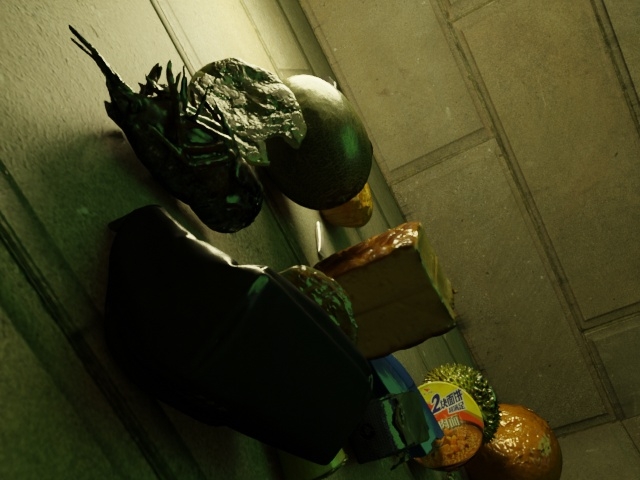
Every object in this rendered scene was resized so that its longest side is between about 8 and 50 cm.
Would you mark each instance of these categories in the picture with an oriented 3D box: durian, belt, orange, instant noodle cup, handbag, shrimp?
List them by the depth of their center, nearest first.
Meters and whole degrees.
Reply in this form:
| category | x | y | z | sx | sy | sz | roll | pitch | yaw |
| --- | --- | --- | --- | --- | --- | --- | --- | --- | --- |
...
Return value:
| category | x | y | z | sx | sy | sz | roll | pitch | yaw |
| --- | --- | --- | --- | --- | --- | --- | --- | --- | --- |
| handbag | -0.115 | 0.116 | 0.599 | 0.178 | 0.275 | 0.302 | -57 | 138 | -16 |
| shrimp | -0.207 | -0.154 | 0.744 | 0.172 | 0.137 | 0.372 | 29 | -26 | 48 |
| belt | 0.131 | 0.370 | 1.004 | 0.230 | 0.139 | 0.126 | 35 | 33 | -64 |
| instant noodle cup | 0.317 | 0.491 | 1.339 | 0.174 | 0.213 | 0.213 | 57 | 16 | -55 |
| durian | 0.426 | 0.508 | 1.582 | 0.291 | 0.225 | 0.291 | 51 | 28 | -41 |
| orange | 0.663 | 0.749 | 1.810 | 0.340 | 0.340 | 0.293 | -77 | 152 | -64 |

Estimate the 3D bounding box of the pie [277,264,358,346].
| category | x | y | z | sx | sy | sz | roll | pitch | yaw |
| --- | --- | --- | --- | --- | --- | --- | --- | --- | --- |
| pie | -0.024 | 0.135 | 0.837 | 0.079 | 0.163 | 0.193 | -145 | -144 | -84 |

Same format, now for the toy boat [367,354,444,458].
| category | x | y | z | sx | sy | sz | roll | pitch | yaw |
| --- | --- | --- | --- | --- | --- | --- | --- | --- | --- |
| toy boat | 0.169 | 0.358 | 1.233 | 0.129 | 0.088 | 0.295 | -23 | 79 | -45 |

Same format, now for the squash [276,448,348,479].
| category | x | y | z | sx | sy | sz | roll | pitch | yaw |
| --- | --- | --- | --- | --- | --- | --- | --- | --- | --- |
| squash | -0.054 | 0.235 | 0.752 | 0.224 | 0.094 | 0.094 | 60 | 15 | 12 |

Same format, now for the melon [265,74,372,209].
| category | x | y | z | sx | sy | sz | roll | pitch | yaw |
| --- | --- | --- | --- | --- | --- | --- | --- | --- | --- |
| melon | -0.018 | -0.223 | 1.187 | 0.248 | 0.248 | 0.329 | 28 | 35 | -64 |

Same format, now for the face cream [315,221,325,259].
| category | x | y | z | sx | sy | sz | roll | pitch | yaw |
| --- | --- | --- | --- | --- | --- | --- | --- | --- | --- |
| face cream | 0.000 | 0.000 | 1.333 | 0.038 | 0.020 | 0.115 | 52 | 24 | -42 |

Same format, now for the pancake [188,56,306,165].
| category | x | y | z | sx | sy | sz | roll | pitch | yaw |
| --- | --- | --- | --- | --- | --- | --- | --- | --- | --- |
| pancake | -0.143 | -0.253 | 1.008 | 0.253 | 0.037 | 0.253 | 14 | 57 | -22 |

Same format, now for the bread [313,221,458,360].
| category | x | y | z | sx | sy | sz | roll | pitch | yaw |
| --- | --- | --- | --- | --- | --- | --- | --- | --- | --- |
| bread | 0.122 | 0.107 | 1.109 | 0.207 | 0.279 | 0.279 | 62 | 19 | -7 |

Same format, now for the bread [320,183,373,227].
| category | x | y | z | sx | sy | sz | roll | pitch | yaw |
| --- | --- | --- | --- | --- | --- | --- | --- | --- | --- |
| bread | 0.063 | -0.141 | 1.514 | 0.240 | 0.139 | 0.240 | 56 | 19 | -30 |

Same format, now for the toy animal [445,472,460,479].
| category | x | y | z | sx | sy | sz | roll | pitch | yaw |
| --- | --- | --- | --- | --- | --- | --- | --- | --- | --- |
| toy animal | 0.394 | 0.760 | 1.425 | 0.099 | 0.057 | 0.241 | 41 | 29 | -56 |

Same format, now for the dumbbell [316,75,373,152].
| category | x | y | z | sx | sy | sz | roll | pitch | yaw |
| --- | --- | --- | --- | --- | --- | --- | --- | --- | --- |
| dumbbell | 0.029 | -0.347 | 1.625 | 0.388 | 0.185 | 0.185 | 50 | 22 | -42 |
